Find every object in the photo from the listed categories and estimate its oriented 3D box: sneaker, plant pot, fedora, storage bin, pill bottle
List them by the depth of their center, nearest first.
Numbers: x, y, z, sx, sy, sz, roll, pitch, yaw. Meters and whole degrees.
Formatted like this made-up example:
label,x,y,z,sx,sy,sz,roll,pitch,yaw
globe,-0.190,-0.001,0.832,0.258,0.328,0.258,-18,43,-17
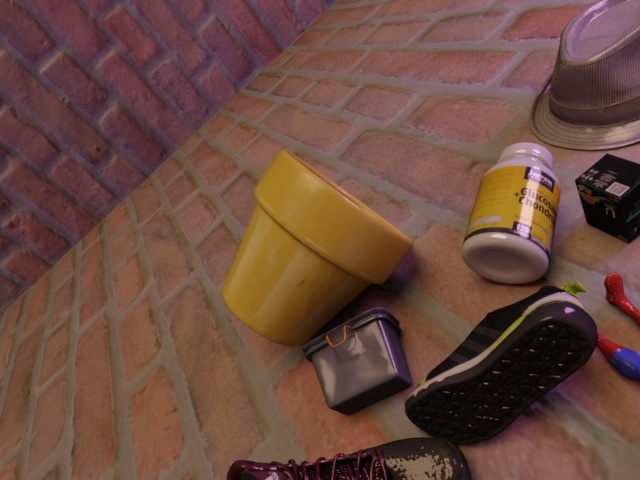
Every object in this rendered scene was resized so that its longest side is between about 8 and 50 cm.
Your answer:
label,x,y,z,sx,sy,sz,roll,pitch,yaw
sneaker,0.004,0.266,0.425,0.281,0.162,0.106,-31,37,15
sneaker,0.192,0.133,0.451,0.235,0.084,0.097,-46,1,29
storage bin,0.052,0.165,0.556,0.135,0.098,0.091,-32,47,14
pill bottle,0.261,-0.042,0.559,0.103,0.103,0.184,-2,52,42
fedora,0.442,-0.277,0.618,0.275,0.124,0.243,-44,35,-3
plant pot,-0.023,0.025,0.658,0.239,0.254,0.254,-55,34,9

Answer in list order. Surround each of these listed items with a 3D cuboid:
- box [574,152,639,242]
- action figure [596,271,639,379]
label,x,y,z,sx,sy,sz,roll,pitch,yaw
box,0.356,-0.050,0.495,0.052,0.083,0.062,-41,36,3
action figure,0.315,0.117,0.321,0.091,0.139,0.280,-38,38,7
